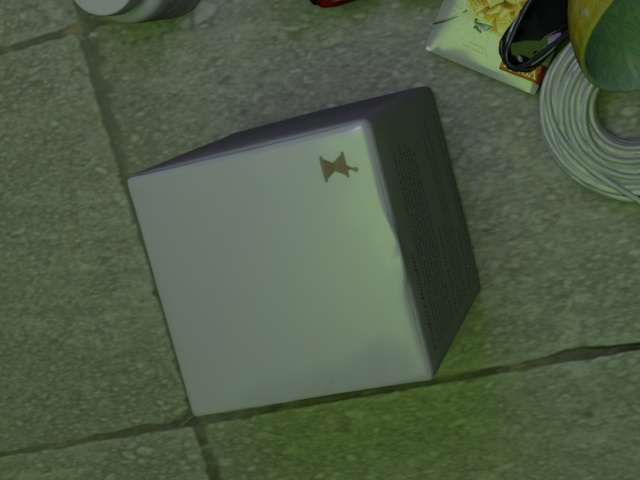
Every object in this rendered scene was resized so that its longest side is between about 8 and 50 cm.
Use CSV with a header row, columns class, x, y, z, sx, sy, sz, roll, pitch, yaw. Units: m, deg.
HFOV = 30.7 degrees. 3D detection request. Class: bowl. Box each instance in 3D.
class,x,y,z,sx,sy,sz,roll,pitch,yaw
bowl,0.406,-0.331,1.398,0.289,0.289,0.156,-37,61,21

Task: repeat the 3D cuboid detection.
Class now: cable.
class,x,y,z,sx,sy,sz,roll,pitch,yaw
cable,0.426,-0.180,1.576,0.257,0.089,0.257,24,108,9

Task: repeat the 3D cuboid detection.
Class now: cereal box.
class,x,y,z,sx,sy,sz,roll,pitch,yaw
cereal box,0.266,-0.342,1.603,0.173,0.047,0.240,24,108,8

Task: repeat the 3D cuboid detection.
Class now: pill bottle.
class,x,y,z,sx,sy,sz,roll,pitch,yaw
pill bottle,-0.262,-0.374,1.652,0.131,0.229,0.131,4,104,15

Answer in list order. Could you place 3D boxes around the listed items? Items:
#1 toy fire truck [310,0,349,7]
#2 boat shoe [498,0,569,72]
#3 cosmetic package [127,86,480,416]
class,x,y,z,sx,sy,sz,roll,pitch,yaw
toy fire truck,-0.027,-0.417,1.563,0.159,0.246,0.217,-13,100,18
boat shoe,0.325,-0.326,1.524,0.095,0.079,0.254,42,109,-3
cosmetic package,0.000,0.000,1.581,0.327,0.394,0.329,-11,99,19
